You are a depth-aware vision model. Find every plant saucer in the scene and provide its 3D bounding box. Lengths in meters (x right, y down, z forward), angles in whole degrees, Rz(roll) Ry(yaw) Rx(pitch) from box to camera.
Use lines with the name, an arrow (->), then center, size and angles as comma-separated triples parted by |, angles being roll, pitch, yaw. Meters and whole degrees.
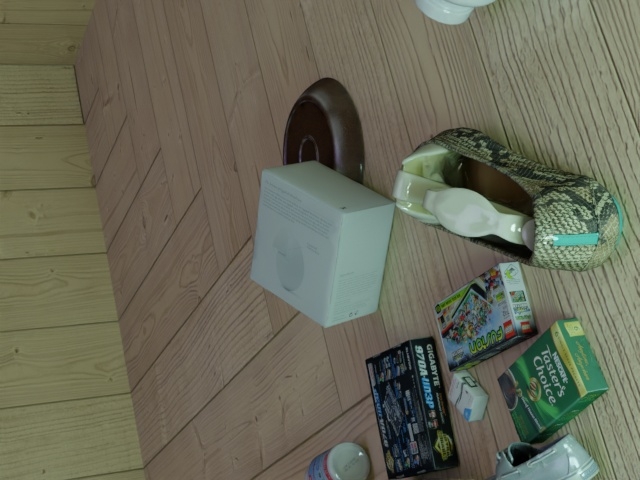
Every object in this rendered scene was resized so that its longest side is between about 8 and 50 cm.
plant saucer -> -0.005, -0.162, 2.166 | 0.310, 0.050, 0.311 | 15, 107, 62

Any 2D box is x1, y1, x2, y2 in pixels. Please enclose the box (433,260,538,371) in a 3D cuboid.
box -> 0.247, 0.119, 1.683 | 0.207, 0.036, 0.114 | 137, 125, -58

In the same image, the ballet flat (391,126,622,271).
ballet flat -> 0.212, -0.065, 1.561 | 0.483, 0.182, 0.164 | -150, 59, -61

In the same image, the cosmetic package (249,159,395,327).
cosmetic package -> 0.000, 0.000, 2.013 | 0.224, 0.138, 0.225 | 31, 124, 40

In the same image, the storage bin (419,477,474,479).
storage bin -> 0.158, 0.520, 1.788 | 0.260, 0.123, 0.262 | 146, 120, -69

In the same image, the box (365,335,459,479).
box -> 0.153, 0.289, 1.888 | 0.175, 0.051, 0.220 | 143, 120, -61

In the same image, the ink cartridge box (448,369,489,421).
ink cartridge box -> 0.228, 0.241, 1.748 | 0.083, 0.028, 0.048 | -130, 43, -52

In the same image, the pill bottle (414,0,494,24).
pill bottle -> 0.218, -0.428, 1.538 | 0.264, 0.146, 0.146 | -62, 40, 47

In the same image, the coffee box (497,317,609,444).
coffee box -> 0.318, 0.198, 1.538 | 0.184, 0.040, 0.113 | 123, 137, -52

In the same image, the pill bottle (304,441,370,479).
pill bottle -> 0.027, 0.447, 2.135 | 0.160, 0.087, 0.087 | 133, 128, -58

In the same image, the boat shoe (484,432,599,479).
boat shoe -> 0.291, 0.316, 1.548 | 0.081, 0.079, 0.227 | 60, 143, 4
